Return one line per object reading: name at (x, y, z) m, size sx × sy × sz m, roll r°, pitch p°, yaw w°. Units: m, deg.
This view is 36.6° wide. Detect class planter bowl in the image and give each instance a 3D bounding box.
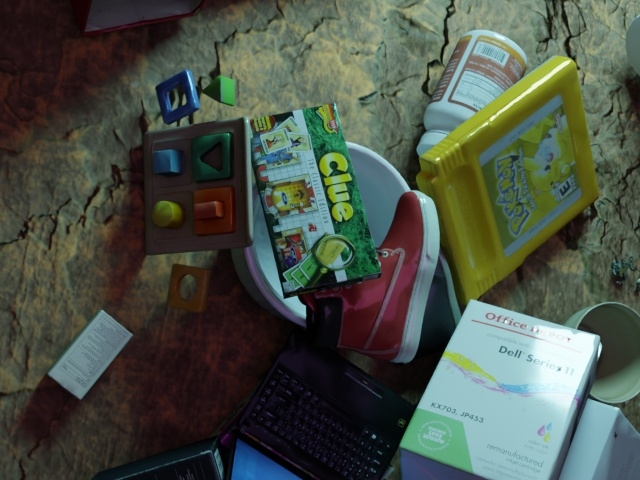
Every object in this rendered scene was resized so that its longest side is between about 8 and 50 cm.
planter bowl at (0.452, 0.185, 1.605) m, size 0.162 × 0.109 × 0.162 m, roll 2°, pitch 83°, yaw -20°

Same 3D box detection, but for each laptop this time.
laptop at (0.012, 0.288, 1.330) m, size 0.234 × 0.136 × 0.264 m, roll 36°, pitch 73°, yaw -14°

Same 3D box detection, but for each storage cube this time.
storage cube at (-0.261, -0.420, 1.341) m, size 0.184 × 0.215 × 0.193 m, roll -17°, pitch 84°, yaw -21°

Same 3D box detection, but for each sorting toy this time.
sorting toy at (-0.181, -0.073, 1.348) m, size 0.047 × 0.196 × 0.347 m, roll 6°, pitch 80°, yaw -59°

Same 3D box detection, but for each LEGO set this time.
LEGO set at (0.533, 0.058, 1.700) m, size 0.054 × 0.023 × 0.083 m, roll -43°, pitch 113°, yaw -17°

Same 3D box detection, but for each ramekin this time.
ramekin at (0.000, 0.000, 1.435) m, size 0.277 × 0.135 × 0.277 m, roll 3°, pitch 83°, yaw -21°

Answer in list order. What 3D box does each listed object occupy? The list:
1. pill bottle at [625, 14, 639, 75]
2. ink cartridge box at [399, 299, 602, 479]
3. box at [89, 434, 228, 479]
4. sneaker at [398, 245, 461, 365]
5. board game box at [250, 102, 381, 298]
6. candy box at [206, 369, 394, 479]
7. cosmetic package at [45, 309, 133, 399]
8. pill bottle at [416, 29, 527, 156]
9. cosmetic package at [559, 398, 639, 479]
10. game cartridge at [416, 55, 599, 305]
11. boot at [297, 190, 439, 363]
pill bottle at (0.708, -0.385, 1.726) m, size 0.323 × 0.181 × 0.181 m, roll -21°, pitch 92°, yaw -22°
ink cartridge box at (0.274, 0.219, 1.406) m, size 0.207 × 0.119 × 0.353 m, roll 15°, pitch 51°, yaw 22°
box at (-0.188, 0.420, 1.304) m, size 0.184 × 0.103 × 0.261 m, roll -17°, pitch 91°, yaw 0°
sneaker at (0.139, 0.080, 1.508) m, size 0.118 × 0.083 × 0.222 m, roll -22°, pitch 93°, yaw -21°
board game box at (-0.014, -0.058, 1.320) m, size 0.136 × 0.030 × 0.259 m, roll -12°, pitch 72°, yaw -9°
candy box at (-0.028, 0.315, 1.424) m, size 0.233 × 0.071 × 0.159 m, roll 47°, pitch 70°, yaw -10°
cosmetic package at (-0.321, 0.158, 1.343) m, size 0.060 × 0.041 × 0.115 m, roll 43°, pitch 72°, yaw -12°
pill bottle at (0.239, -0.219, 1.559) m, size 0.121 × 0.121 × 0.216 m, roll 31°, pitch 75°, yaw -16°
cosmetic package at (0.397, 0.464, 1.494) m, size 0.284 × 0.097 × 0.377 m, roll 45°, pitch 67°, yaw -47°
game cartridge at (0.306, -0.092, 1.540) m, size 0.324 × 0.053 × 0.285 m, roll -38°, pitch 128°, yaw -21°
boot at (0.062, 0.037, 1.338) m, size 0.176 × 0.088 × 0.244 m, roll 13°, pitch 83°, yaw -18°
